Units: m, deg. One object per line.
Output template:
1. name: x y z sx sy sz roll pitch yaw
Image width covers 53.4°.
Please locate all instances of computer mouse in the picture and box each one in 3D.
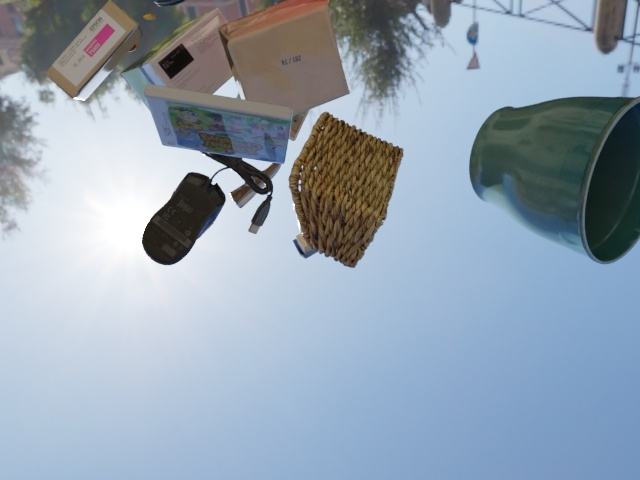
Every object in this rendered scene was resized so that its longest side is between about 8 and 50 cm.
1. computer mouse: -0.203 -0.049 1.194 0.184 0.262 0.060 32 -175 -2

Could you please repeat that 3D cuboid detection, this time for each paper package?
1. paper package: -0.107 -0.547 1.941 0.324 0.309 0.168 -22 -144 -6

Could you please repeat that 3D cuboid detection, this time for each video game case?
1. video game case: -0.154 -0.176 0.996 0.212 0.193 0.023 8 -104 -5

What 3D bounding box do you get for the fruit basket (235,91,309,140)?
1. fruit basket: -0.141 -0.562 2.187 0.327 0.353 0.165 32 -160 28

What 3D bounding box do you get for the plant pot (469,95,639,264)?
1. plant pot: 0.412 -0.126 1.097 0.271 0.272 0.255 -30 -146 -29

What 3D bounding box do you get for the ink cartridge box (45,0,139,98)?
1. ink cartridge box: -0.544 -0.455 1.545 0.235 0.088 0.193 -48 -164 -1

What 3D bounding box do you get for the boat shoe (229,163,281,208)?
1. boat shoe: -0.193 -0.176 1.852 0.183 0.066 0.066 -43 -176 10

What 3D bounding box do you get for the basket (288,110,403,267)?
1. basket: 0.033 -0.109 1.440 0.223 0.213 0.299 25 -137 -5

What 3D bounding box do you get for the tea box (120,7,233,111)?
1. tea box: -0.485 -0.625 2.282 0.329 0.220 0.323 -47 -150 -20

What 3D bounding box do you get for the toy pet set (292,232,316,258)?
1. toy pet set: 0.000 0.000 1.555 0.114 0.065 0.122 -30 -117 -15

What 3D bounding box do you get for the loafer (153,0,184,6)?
1. loafer: -0.368 -0.721 1.732 0.267 0.096 0.084 -11 173 24

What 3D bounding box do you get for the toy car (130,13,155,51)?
1. toy car: -0.486 -0.560 1.728 0.122 0.060 0.040 -25 179 23
